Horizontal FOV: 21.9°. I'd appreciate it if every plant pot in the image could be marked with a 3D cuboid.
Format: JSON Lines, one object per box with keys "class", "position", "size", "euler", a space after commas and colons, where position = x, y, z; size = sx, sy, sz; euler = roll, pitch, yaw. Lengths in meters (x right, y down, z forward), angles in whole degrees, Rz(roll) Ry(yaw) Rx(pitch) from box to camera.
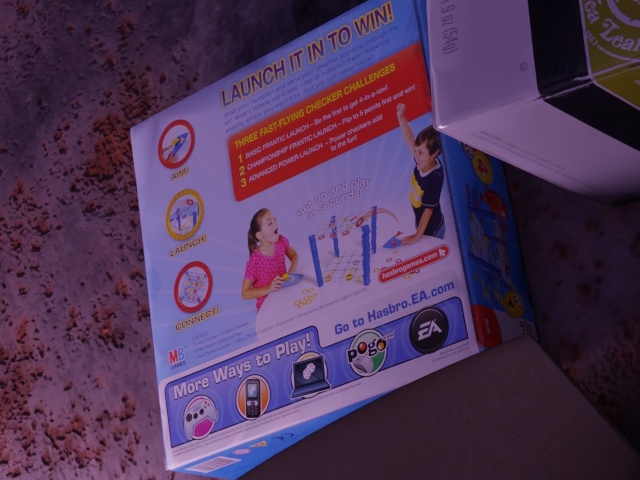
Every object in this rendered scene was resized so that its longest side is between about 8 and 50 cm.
{"class": "plant pot", "position": [0.077, 0.197, 1.090], "size": [0.274, 0.256, 0.256], "euler": [-43, 53, 4]}

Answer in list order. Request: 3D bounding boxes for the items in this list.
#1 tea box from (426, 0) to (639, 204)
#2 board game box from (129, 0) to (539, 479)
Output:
{"class": "tea box", "position": [0.248, -0.233, 1.054], "size": [0.323, 0.220, 0.329], "euler": [-18, 67, 35]}
{"class": "board game box", "position": [0.000, 0.000, 1.288], "size": [0.308, 0.086, 0.302], "euler": [-23, 64, 34]}
